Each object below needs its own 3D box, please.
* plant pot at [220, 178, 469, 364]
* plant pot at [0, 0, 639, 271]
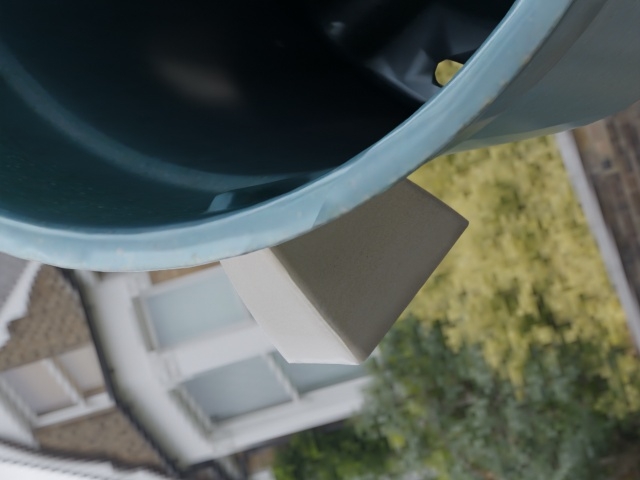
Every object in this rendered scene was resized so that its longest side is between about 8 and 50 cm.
[{"bbox_3d":[0.000,0.000,0.907,0.096,0.109,0.109,44,161,-15],"label":"plant pot"},{"bbox_3d":[0.015,-0.166,0.582,0.334,0.341,0.341,-4,-103,-63],"label":"plant pot"}]
